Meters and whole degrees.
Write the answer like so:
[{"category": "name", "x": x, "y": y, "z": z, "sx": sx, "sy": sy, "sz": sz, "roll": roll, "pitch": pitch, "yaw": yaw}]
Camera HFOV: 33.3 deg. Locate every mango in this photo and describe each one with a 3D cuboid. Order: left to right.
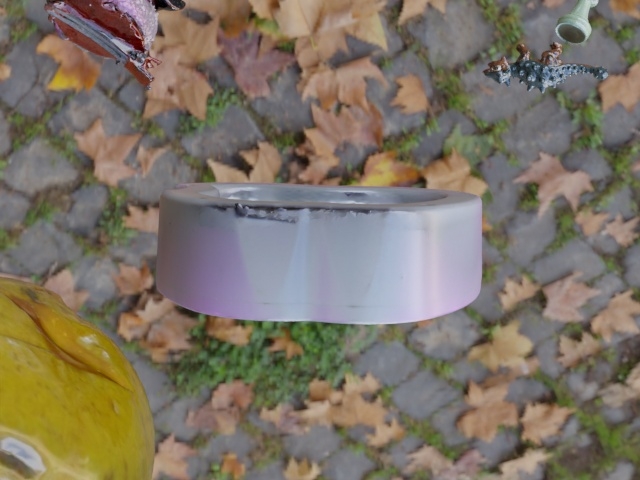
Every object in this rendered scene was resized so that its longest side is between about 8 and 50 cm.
[{"category": "mango", "x": -0.240, "y": 0.131, "z": 0.771, "sx": 0.253, "sy": 0.365, "sz": 0.182, "roll": 39, "pitch": 95, "yaw": -9}]

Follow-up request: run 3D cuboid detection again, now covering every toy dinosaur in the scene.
[{"category": "toy dinosaur", "x": 0.279, "y": -0.212, "z": 1.327, "sx": 0.154, "sy": 0.055, "sz": 0.049, "roll": 4, "pitch": 149, "yaw": 15}]

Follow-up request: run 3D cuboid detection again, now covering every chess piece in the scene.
[{"category": "chess piece", "x": 0.447, "y": -0.406, "z": 1.811, "sx": 0.059, "sy": 0.149, "sz": 0.059, "roll": 22, "pitch": 159, "yaw": 9}]

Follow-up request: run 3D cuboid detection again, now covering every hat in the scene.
[{"category": "hat", "x": -0.205, "y": -0.299, "z": 1.190, "sx": 0.140, "sy": 0.227, "sz": 0.129, "roll": 23, "pitch": 155, "yaw": -2}]

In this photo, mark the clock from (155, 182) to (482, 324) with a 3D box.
[{"category": "clock", "x": 0.000, "y": 0.000, "z": 1.069, "sx": 0.339, "sy": 0.338, "sz": 0.102, "roll": 1, "pitch": 98, "yaw": -8}]
